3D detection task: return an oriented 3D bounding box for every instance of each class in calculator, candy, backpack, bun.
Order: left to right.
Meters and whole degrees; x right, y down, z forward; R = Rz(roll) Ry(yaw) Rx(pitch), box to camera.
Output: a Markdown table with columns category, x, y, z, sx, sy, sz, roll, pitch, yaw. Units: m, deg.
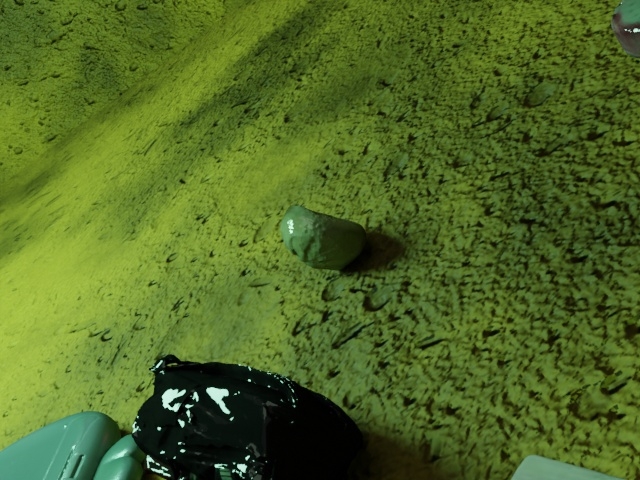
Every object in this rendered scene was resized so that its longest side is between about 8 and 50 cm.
| category | x | y | z | sx | sy | sz | roll | pitch | yaw |
| --- | --- | --- | --- | --- | --- | --- | --- | --- | --- |
| calculator | -0.282 | 0.250 | 0.779 | 0.299 | 0.041 | 0.185 | -25 | 29 | 27 |
| backpack | -0.054 | 0.146 | 0.588 | 0.165 | 0.120 | 0.105 | 4 | 70 | 53 |
| bun | 0.000 | 0.000 | 0.791 | 0.086 | 0.086 | 0.054 | 24 | 97 | 61 |
| candy | 0.322 | -0.212 | 0.753 | 0.103 | 0.043 | 0.103 | -29 | 28 | 17 |

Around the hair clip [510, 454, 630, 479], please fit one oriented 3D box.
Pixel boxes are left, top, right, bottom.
| category | x | y | z | sx | sy | sz | roll | pitch | yaw |
| --- | --- | --- | --- | --- | --- | --- | --- | --- | --- |
| hair clip | 0.201 | 0.154 | 0.275 | 0.085 | 0.101 | 0.331 | -52 | 27 | -19 |
